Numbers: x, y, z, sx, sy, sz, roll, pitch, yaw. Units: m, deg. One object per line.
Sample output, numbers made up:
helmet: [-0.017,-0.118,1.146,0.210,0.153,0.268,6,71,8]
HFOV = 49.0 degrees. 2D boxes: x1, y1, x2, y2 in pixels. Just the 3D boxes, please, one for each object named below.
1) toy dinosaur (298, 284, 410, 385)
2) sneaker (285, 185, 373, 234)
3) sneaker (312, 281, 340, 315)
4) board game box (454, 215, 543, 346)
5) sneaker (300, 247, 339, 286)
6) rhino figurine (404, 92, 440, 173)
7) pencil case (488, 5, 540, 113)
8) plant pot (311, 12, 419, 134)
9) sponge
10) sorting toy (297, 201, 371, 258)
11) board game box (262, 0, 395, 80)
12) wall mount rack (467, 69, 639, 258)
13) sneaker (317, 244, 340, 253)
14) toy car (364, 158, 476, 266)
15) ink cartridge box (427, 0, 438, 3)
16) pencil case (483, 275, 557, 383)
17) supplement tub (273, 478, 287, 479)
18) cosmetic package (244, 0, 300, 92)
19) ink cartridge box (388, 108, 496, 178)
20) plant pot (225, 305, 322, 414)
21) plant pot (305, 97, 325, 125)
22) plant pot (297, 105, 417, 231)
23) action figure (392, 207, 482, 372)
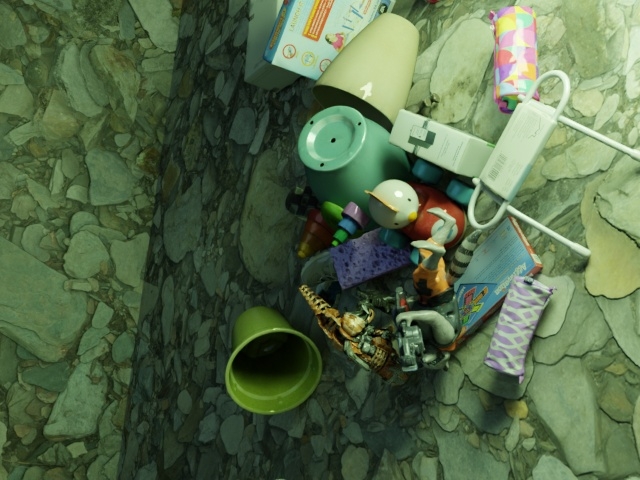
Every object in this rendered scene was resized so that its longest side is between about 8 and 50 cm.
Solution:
toy dinosaur: [0.092,0.213,1.708,0.164,0.218,0.321,-33,93,30]
sneaker: [0.070,-0.072,1.983,0.331,0.146,0.122,17,76,35]
sneaker: [0.020,0.128,2.027,0.083,0.071,0.190,16,84,65]
board game box: [0.354,0.092,1.531,0.281,0.027,0.145,-52,38,34]
sneaker: [0.065,0.076,1.882,0.281,0.105,0.115,-26,65,31]
rhino figurine: [0.260,-0.251,1.772,0.106,0.073,0.243,-29,56,46]
pencil case: [0.424,-0.396,1.539,0.104,0.105,0.236,-26,57,52]
plant pot: [0.149,-0.464,1.898,0.257,0.257,0.273,15,76,59]
sponge: [0.133,0.038,1.793,0.210,0.031,0.117,-23,72,20]
sorting toy: [0.015,-0.010,1.755,0.126,0.127,0.365,-51,9,-13]
board game box: [0.026,-0.622,2.068,0.086,0.302,0.308,47,118,54]
wall mount rack: [0.450,-0.140,1.383,0.349,0.131,0.304,-64,30,19]
sneaker: [0.000,0.000,2.061,0.178,0.072,0.077,8,127,58]
toy car: [0.199,-0.067,1.601,0.210,0.238,0.219,38,110,36]
ink cartridge box: [0.306,-0.683,1.827,0.150,0.109,0.063,4,78,58]
pencil case: [0.394,0.169,1.391,0.088,0.086,0.206,22,100,25]
supplement tub: [-0.073,0.730,1.858,0.200,0.145,0.144,14,91,59]
cosmetic package: [-0.151,-0.758,2.544,0.217,0.156,0.384,-23,59,51]
ink cartridge box: [0.281,-0.217,1.595,0.208,0.153,0.086,33,108,40]
plant pot: [-0.159,0.325,2.075,0.275,0.276,0.254,-67,21,15]
plant pot: [0.021,-0.366,2.213,0.236,0.033,0.236,-12,76,59]
plant pot: [0.076,-0.195,1.770,0.272,0.255,0.271,-11,63,22]
action figure: [0.240,0.139,1.460,0.341,0.179,0.329,-80,-11,-65]
